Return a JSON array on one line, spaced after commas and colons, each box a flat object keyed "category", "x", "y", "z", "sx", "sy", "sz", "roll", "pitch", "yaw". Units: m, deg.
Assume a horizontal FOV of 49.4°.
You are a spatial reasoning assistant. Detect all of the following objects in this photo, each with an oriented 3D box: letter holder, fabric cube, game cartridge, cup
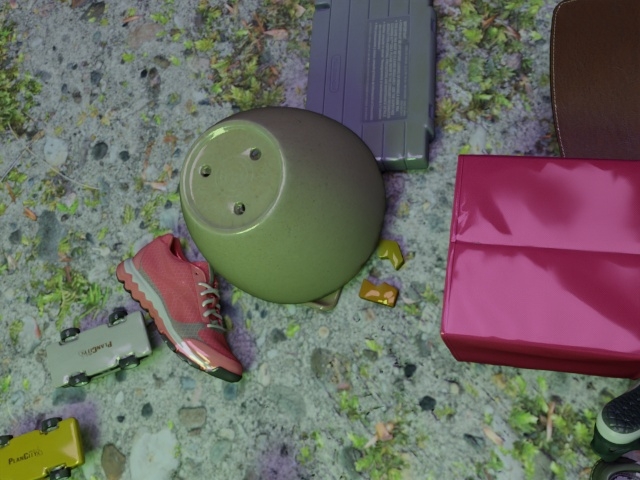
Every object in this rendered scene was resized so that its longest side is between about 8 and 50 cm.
[{"category": "letter holder", "x": 0.462, "y": -0.209, "z": 1.057, "sx": 0.214, "sy": 0.152, "sz": 0.302, "roll": -4, "pitch": 72, "yaw": 18}, {"category": "fabric cube", "x": 0.318, "y": 0.043, "z": 0.965, "sx": 0.258, "sy": 0.254, "sz": 0.259, "roll": 3, "pitch": 74, "yaw": 18}, {"category": "game cartridge", "x": 0.091, "y": -0.290, "z": 1.243, "sx": 0.230, "sy": 0.068, "sz": 0.356, "roll": 0, "pitch": 72, "yaw": 13}, {"category": "cup", "x": -0.085, "y": -0.072, "z": 1.082, "sx": 0.330, "sy": 0.237, "sz": 0.332, "roll": -3, "pitch": 81, "yaw": 18}]

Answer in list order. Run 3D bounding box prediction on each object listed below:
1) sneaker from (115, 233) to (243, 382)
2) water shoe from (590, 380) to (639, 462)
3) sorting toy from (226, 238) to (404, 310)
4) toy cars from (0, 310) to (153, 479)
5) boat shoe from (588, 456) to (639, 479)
[{"category": "sneaker", "x": -0.220, "y": 0.105, "z": 1.188, "sx": 0.136, "sy": 0.116, "sz": 0.314, "roll": -45, "pitch": 66, "yaw": -2}, {"category": "water shoe", "x": 0.446, "y": 0.236, "z": 0.951, "sx": 0.203, "sy": 0.080, "sz": 0.073, "roll": -12, "pitch": 41, "yaw": -24}, {"category": "sorting toy", "x": 0.000, "y": 0.000, "z": 1.191, "sx": 0.307, "sy": 0.041, "sz": 0.229, "roll": 14, "pitch": 78, "yaw": 21}, {"category": "toy cars", "x": -0.431, "y": 0.285, "z": 1.217, "sx": 0.176, "sy": 0.087, "sz": 0.394, "roll": 28, "pitch": 80, "yaw": 18}, {"category": "boat shoe", "x": 0.514, "y": 0.373, "z": 0.887, "sx": 0.335, "sy": 0.095, "sz": 0.112, "roll": 19, "pitch": 80, "yaw": 22}]
